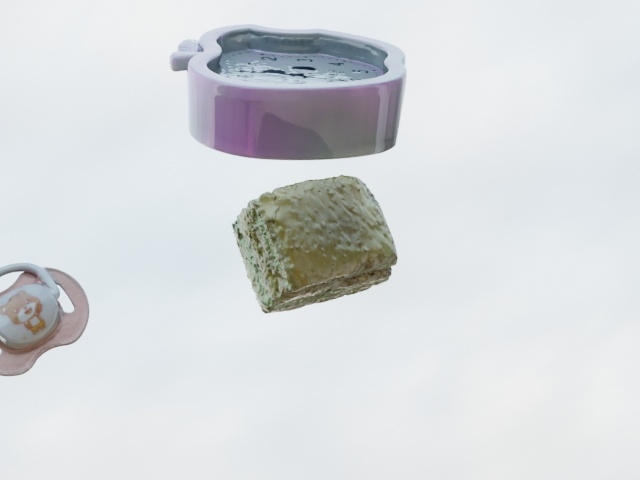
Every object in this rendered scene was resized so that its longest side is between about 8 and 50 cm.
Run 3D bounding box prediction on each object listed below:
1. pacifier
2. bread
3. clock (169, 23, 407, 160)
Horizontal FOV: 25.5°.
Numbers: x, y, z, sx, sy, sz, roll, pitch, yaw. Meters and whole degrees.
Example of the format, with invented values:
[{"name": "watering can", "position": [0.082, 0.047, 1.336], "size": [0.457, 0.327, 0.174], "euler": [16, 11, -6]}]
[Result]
[{"name": "pacifier", "position": [-0.227, 0.063, 1.084], "size": [0.099, 0.081, 0.078], "euler": [-32, -18, -17]}, {"name": "bread", "position": [0.000, 0.000, 1.736], "size": [0.196, 0.138, 0.102], "euler": [-10, -16, -34]}, {"name": "clock", "position": [-0.046, -0.206, 1.929], "size": [0.338, 0.338, 0.102], "euler": [-7, -65, -25]}]
